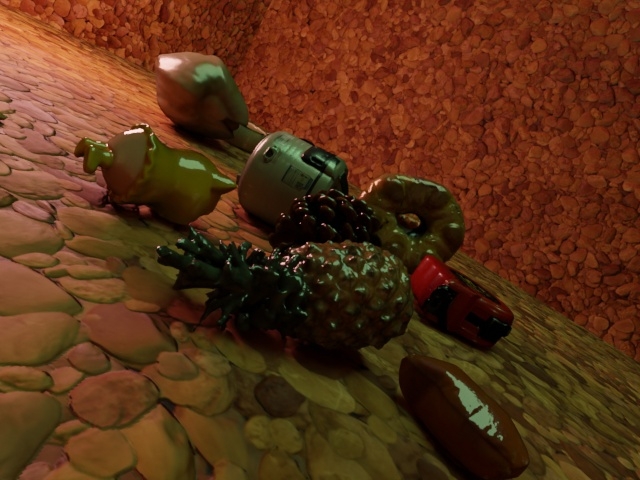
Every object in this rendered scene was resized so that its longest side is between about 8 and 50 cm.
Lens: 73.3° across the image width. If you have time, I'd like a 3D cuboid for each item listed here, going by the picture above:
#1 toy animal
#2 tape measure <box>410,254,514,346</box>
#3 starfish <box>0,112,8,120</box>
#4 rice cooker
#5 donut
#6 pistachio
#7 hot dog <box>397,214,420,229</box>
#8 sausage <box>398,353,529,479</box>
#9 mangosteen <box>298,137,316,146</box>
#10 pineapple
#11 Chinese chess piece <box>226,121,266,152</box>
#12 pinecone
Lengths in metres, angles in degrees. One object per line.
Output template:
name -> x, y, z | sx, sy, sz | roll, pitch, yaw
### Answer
toy animal -> -0.267, -0.111, 0.703 | 0.230, 0.156, 0.156 | 9, 24, -48
tape measure -> 0.341, 0.154, 1.051 | 0.261, 0.114, 0.253 | 31, 13, -8
starfish -> -0.661, -0.264, 0.594 | 0.348, 0.078, 0.358 | 21, 16, -21
rice cooker -> -0.052, -0.124, 1.003 | 0.244, 0.225, 0.226 | 31, 14, 10
donut -> 0.248, -0.048, 1.239 | 0.317, 0.299, 0.150 | 54, 0, -2
pistachio -> -0.420, -0.519, 1.549 | 0.365, 0.281, 0.445 | 44, 12, -6
hot dog -> 0.222, -0.035, 1.399 | 0.257, 0.153, 0.150 | 29, 18, 7
sausage -> 0.173, 0.216, 0.539 | 0.089, 0.089, 0.179 | 12, 27, -51
mangosteen -> -0.084, -0.265, 1.539 | 0.210, 0.209, 0.210 | 28, 14, -7
pineapple -> -0.043, 0.063, 0.545 | 0.341, 0.169, 0.169 | 9, 23, -35
Chinese chess piece -> -0.367, -0.486, 1.914 | 0.257, 0.104, 0.257 | 28, 14, -8
pinecone -> -0.002, -0.001, 0.777 | 0.213, 0.185, 0.168 | -8, 52, -43
